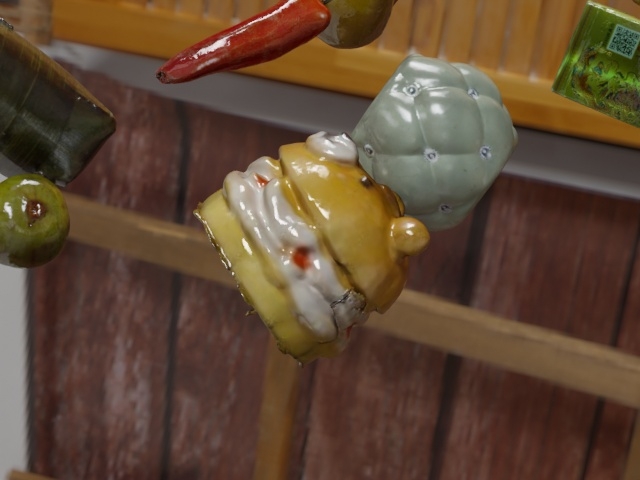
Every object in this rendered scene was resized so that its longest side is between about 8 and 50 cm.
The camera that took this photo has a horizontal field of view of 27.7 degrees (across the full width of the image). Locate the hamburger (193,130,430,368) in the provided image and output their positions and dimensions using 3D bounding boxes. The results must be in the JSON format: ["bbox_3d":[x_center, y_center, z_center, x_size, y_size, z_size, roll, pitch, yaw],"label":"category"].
[{"bbox_3d":[0.000,0.000,1.610,0.276,0.237,0.276,59,-178,-4],"label":"hamburger"}]

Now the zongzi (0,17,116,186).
[{"bbox_3d":[-0.583,-0.274,2.151,0.208,0.403,0.432,-54,31,-3],"label":"zongzi"}]

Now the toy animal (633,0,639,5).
[{"bbox_3d":[0.635,-0.376,1.953,0.345,0.277,0.247,60,-151,-15],"label":"toy animal"}]

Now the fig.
[{"bbox_3d":[-0.458,-0.011,1.977,0.142,0.148,0.186,63,154,24],"label":"fig"}]

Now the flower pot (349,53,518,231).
[{"bbox_3d":[0.151,-0.132,1.792,0.246,0.195,0.246,-55,0,0],"label":"flower pot"}]

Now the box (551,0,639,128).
[{"bbox_3d":[0.574,-0.279,2.248,0.043,0.311,0.173,-35,-33,-63],"label":"box"}]

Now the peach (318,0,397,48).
[{"bbox_3d":[0.067,-0.424,2.047,0.251,0.153,0.251,-58,5,9],"label":"peach"}]

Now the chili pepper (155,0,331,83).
[{"bbox_3d":[-0.064,-0.235,1.478,0.272,0.063,0.071,-30,-1,-26],"label":"chili pepper"}]
